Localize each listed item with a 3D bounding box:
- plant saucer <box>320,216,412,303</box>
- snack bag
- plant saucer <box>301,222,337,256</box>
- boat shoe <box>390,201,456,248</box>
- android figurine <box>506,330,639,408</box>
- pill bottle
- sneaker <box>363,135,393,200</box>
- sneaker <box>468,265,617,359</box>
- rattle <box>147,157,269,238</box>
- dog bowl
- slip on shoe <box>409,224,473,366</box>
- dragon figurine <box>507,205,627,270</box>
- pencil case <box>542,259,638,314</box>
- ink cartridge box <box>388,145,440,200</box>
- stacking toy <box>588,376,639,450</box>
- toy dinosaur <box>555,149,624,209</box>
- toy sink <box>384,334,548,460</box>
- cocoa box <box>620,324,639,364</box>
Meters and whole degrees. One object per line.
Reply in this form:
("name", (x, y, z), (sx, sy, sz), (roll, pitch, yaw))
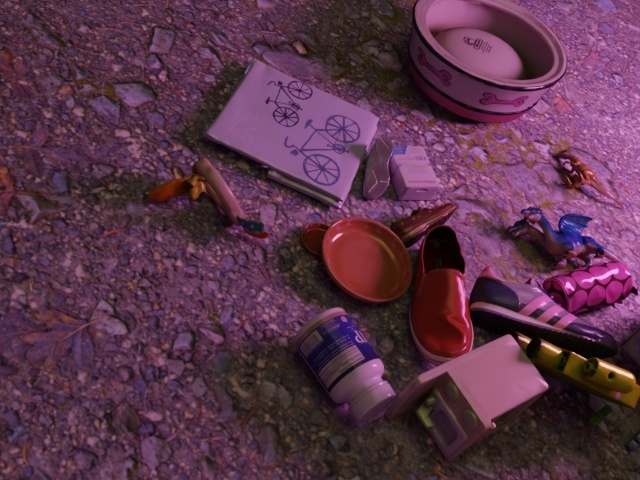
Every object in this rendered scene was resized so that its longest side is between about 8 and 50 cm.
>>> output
("plant saucer", (0.089, 0.043, 1.666), (0.200, 0.037, 0.200), (14, 51, -18))
("snack bag", (-0.060, -0.245, 1.850), (0.342, 0.037, 0.323), (25, 47, -2))
("plant saucer", (0.000, 0.000, 1.691), (0.083, 0.013, 0.083), (11, 50, -14))
("boat shoe", (0.222, -0.046, 1.782), (0.178, 0.064, 0.060), (-29, 69, -34))
("android figurine", (0.485, 0.244, 1.558), (0.273, 0.248, 0.056), (25, 85, -14))
("pill bottle", (0.046, 0.221, 1.465), (0.112, 0.112, 0.186), (-22, 64, -34))
("sneaker", (0.123, -0.153, 1.841), (0.054, 0.061, 0.152), (21, 67, -14))
("sneaker", (0.457, 0.143, 1.680), (0.319, 0.112, 0.131), (20, 61, -7))
("rattle", (-0.213, -0.052, 1.614), (0.143, 0.130, 0.199), (-37, 99, -28))
("dog bowl", (0.403, -0.462, 2.103), (0.408, 0.150, 0.408), (10, 48, -11))
("slip on shoe", (0.237, 0.103, 1.626), (0.123, 0.101, 0.331), (2, 48, 4))
("dragon figurine", (0.569, -0.006, 1.872), (0.289, 0.085, 0.144), (3, 53, -18))
("pencil case", (0.574, 0.108, 1.785), (0.209, 0.098, 0.095), (-10, 23, -25))
("ink cartridge box", (0.204, -0.150, 1.867), (0.088, 0.052, 0.122), (-2, 53, -23))
("stacking toy", (0.643, 0.367, 1.629), (0.221, 0.052, 0.167), (-26, 64, -33))
("toy dinosaur", (0.658, -0.154, 2.043), (0.112, 0.064, 0.211), (-23, 64, -36))
("toy sink", (0.258, 0.289, 1.468), (0.234, 0.153, 0.131), (-17, 61, -33))
("cocoa box", (0.829, 0.224, 1.638), (0.231, 0.228, 0.347), (-29, 67, -40))
